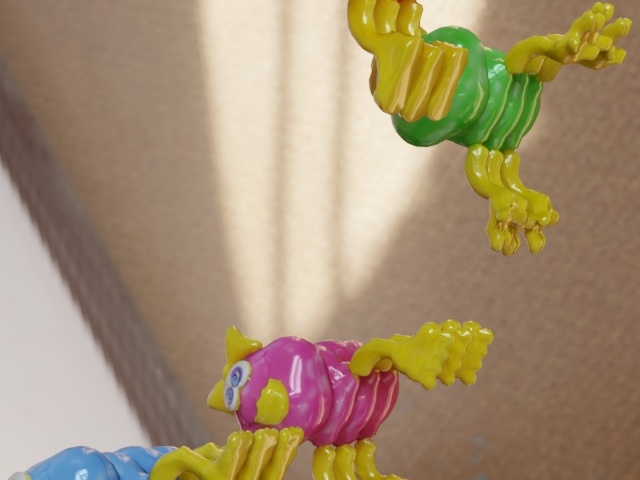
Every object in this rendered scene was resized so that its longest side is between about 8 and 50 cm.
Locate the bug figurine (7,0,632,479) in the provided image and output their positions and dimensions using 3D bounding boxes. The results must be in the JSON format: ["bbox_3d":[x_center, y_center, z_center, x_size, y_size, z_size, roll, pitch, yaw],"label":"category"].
[{"bbox_3d":[0.000,0.000,0.625,0.072,0.216,0.279,27,98,29],"label":"bug figurine"}]
